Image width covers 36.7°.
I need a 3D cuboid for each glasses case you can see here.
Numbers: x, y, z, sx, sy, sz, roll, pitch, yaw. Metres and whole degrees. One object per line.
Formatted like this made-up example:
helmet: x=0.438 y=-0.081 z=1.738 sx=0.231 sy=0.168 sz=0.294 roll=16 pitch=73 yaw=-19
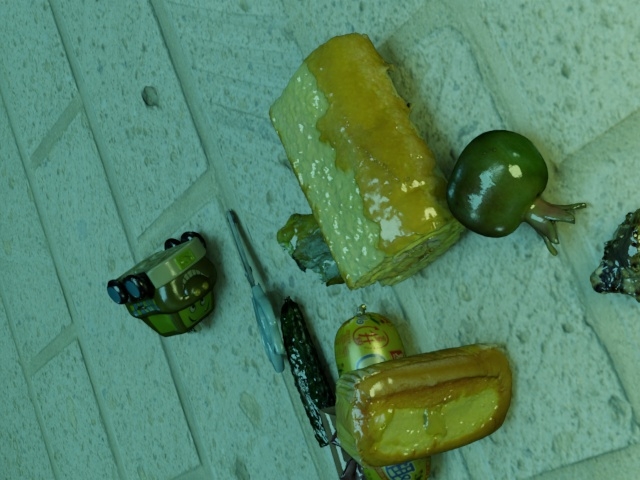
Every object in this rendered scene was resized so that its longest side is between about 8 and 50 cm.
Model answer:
glasses case: x=0.071 y=0.382 z=1.722 sx=0.070 sy=0.102 sz=0.194 roll=51 pitch=-158 yaw=-81

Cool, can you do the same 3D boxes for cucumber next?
cucumber: x=-0.026 y=0.245 z=1.829 sx=0.067 sy=0.067 sz=0.294 roll=-37 pitch=69 yaw=46

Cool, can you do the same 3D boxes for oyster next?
oyster: x=0.418 y=0.013 z=1.277 sx=0.103 sy=0.051 sz=0.148 roll=24 pitch=105 yaw=37

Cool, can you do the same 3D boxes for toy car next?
toy car: x=-0.316 y=0.114 z=2.080 sx=0.248 sy=0.204 sz=0.198 roll=-19 pitch=106 yaw=51

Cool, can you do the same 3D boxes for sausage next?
sausage: x=0.105 y=0.278 z=1.636 sx=0.123 sy=0.123 sz=0.347 roll=-23 pitch=79 yaw=49

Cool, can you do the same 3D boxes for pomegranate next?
pomegranate: x=0.279 y=-0.066 z=1.378 sx=0.191 sy=0.131 sz=0.152 roll=30 pitch=116 yaw=16

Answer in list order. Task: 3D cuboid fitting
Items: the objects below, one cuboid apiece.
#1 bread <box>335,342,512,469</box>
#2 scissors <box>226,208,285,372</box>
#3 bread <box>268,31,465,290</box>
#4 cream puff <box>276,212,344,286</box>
bread: x=0.152 y=0.243 z=1.458 sx=0.119 sy=0.288 sz=0.153 roll=9 pitch=104 yaw=58
scissors: x=-0.131 y=0.085 z=1.921 sx=0.191 sy=0.029 sz=0.360 roll=93 pitch=160 yaw=-61
bread: x=0.074 y=-0.130 z=1.562 sx=0.236 sy=0.165 sz=0.375 roll=-45 pitch=62 yaw=41
cream puff: x=0.000 y=-0.001 z=1.705 sx=0.121 sy=0.156 sz=0.156 roll=-52 pitch=53 yaw=5
